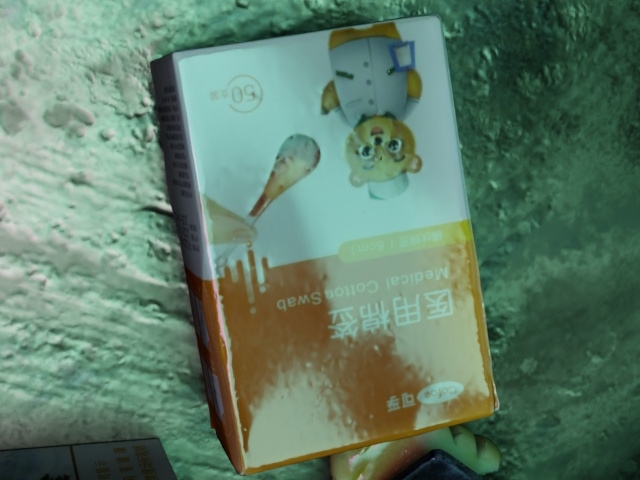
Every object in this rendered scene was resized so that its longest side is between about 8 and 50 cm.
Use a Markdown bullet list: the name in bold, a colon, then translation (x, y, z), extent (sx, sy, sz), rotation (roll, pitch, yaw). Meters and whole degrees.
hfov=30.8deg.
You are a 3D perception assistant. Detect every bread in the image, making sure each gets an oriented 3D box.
- **bread**: translation (0.088, 0.212, 1.087), extent (0.177, 0.084, 0.119), rotation (33, 94, -21)

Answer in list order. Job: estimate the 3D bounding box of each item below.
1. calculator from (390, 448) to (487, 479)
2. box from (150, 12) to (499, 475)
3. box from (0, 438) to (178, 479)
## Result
- **calculator**: translation (0.075, 0.293, 1.067), extent (0.161, 0.021, 0.262), rotation (38, 120, -20)
- **box**: translation (0.000, 0.000, 0.962), extent (0.225, 0.143, 0.341), rotation (-11, 97, -14)
- **box**: translation (-0.235, 0.225, 0.956), extent (0.233, 0.149, 0.067), rotation (-1, 99, -17)
